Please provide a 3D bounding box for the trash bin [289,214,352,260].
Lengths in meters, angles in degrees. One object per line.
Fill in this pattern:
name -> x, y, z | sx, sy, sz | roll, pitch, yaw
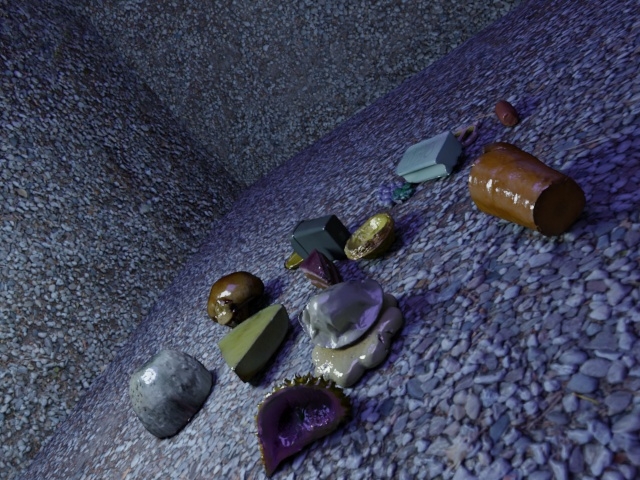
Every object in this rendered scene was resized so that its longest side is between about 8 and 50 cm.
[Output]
trash bin -> 0.000, 0.000, 1.918 | 0.236, 0.177, 0.101 | -14, 33, 49

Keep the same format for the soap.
soap -> 0.392, -0.298, 1.876 | 0.150, 0.094, 0.261 | -55, 19, -19

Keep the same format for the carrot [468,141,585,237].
carrot -> 0.497, -0.124, 1.224 | 0.196, 0.196, 0.254 | -42, 26, -1

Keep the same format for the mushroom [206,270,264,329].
mushroom -> -0.344, 0.233, 2.053 | 0.263, 0.195, 0.283 | -33, 21, 10

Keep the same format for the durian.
durian -> -0.056, 0.397, 1.216 | 0.260, 0.186, 0.154 | -26, 28, 7

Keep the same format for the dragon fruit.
dragon fruit -> -0.537, 0.519, 1.784 | 0.283, 0.221, 0.204 | -43, 13, -11

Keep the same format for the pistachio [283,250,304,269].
pistachio -> -0.077, 0.064, 2.117 | 0.173, 0.049, 0.089 | -33, 46, 20

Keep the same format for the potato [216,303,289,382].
potato -> -0.192, 0.327, 1.687 | 0.255, 0.112, 0.269 | -41, 22, -11

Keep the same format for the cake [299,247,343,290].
cake -> 0.007, 0.120, 1.742 | 0.113, 0.116, 0.295 | -46, 16, 1

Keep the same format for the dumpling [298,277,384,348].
dumpling -> 0.056, 0.193, 1.344 | 0.247, 0.142, 0.172 | -30, 56, 15

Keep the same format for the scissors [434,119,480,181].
scissors -> 0.491, -0.328, 1.899 | 0.160, 0.024, 0.317 | -12, 37, 55

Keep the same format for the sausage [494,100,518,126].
sausage -> 0.645, -0.443, 1.787 | 0.062, 0.062, 0.154 | -33, 21, 24

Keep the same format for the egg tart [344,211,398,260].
egg tart -> 0.174, -0.003, 1.714 | 0.212, 0.090, 0.212 | -34, 20, 14

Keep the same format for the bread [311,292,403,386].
bread -> 0.092, 0.256, 1.375 | 0.316, 0.054, 0.316 | -39, 19, 16

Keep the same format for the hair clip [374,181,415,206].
hair clip -> 0.280, -0.170, 1.953 | 0.195, 0.052, 0.124 | 0, 54, 51
